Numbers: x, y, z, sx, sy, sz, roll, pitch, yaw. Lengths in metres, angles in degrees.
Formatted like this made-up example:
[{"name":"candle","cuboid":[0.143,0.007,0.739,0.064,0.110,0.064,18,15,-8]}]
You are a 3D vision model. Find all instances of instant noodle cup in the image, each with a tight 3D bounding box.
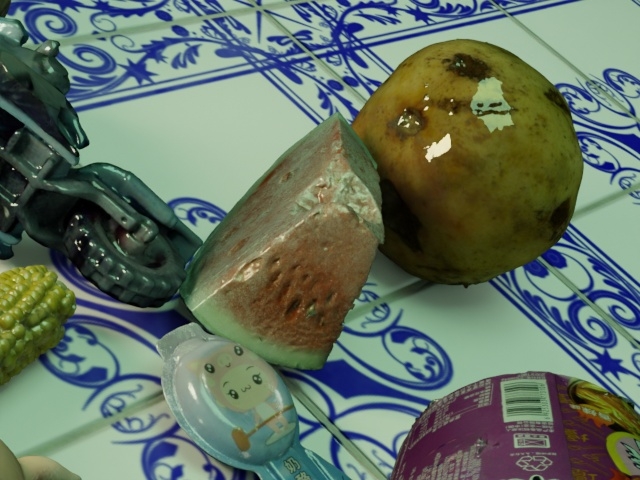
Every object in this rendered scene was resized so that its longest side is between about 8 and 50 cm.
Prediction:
[{"name":"instant noodle cup","cuboid":[0.172,0.279,1.164,0.340,0.340,0.266,24,23,-6]}]

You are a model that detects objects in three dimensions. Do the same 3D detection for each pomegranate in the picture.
[{"name":"pomegranate","cuboid":[0.163,-0.091,1.657,0.281,0.281,0.281,19,35,-14]}]

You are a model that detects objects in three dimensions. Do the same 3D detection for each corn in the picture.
[{"name":"corn","cuboid":[-0.301,0.102,1.234,0.086,0.086,0.288,33,36,7]}]

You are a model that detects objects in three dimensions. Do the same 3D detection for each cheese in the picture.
[{"name":"cheese","cuboid":[-0.059,0.175,1.334,0.244,0.052,0.135,49,41,11]}]

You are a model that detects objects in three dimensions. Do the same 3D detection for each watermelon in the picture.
[{"name":"watermelon","cuboid":[0.000,0.000,1.474,0.148,0.226,0.318,45,52,-14]}]

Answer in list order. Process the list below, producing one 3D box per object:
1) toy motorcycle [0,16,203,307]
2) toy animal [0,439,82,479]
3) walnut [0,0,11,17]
[{"name":"toy motorcycle","cuboid":[-0.284,-0.100,1.442,0.416,0.172,0.232,38,22,1]},{"name":"toy animal","cuboid":[-0.280,0.227,0.933,0.154,0.250,0.166,23,-13,46]},{"name":"walnut","cuboid":[-0.428,-0.310,1.562,0.224,0.224,0.224,19,35,-14]}]
